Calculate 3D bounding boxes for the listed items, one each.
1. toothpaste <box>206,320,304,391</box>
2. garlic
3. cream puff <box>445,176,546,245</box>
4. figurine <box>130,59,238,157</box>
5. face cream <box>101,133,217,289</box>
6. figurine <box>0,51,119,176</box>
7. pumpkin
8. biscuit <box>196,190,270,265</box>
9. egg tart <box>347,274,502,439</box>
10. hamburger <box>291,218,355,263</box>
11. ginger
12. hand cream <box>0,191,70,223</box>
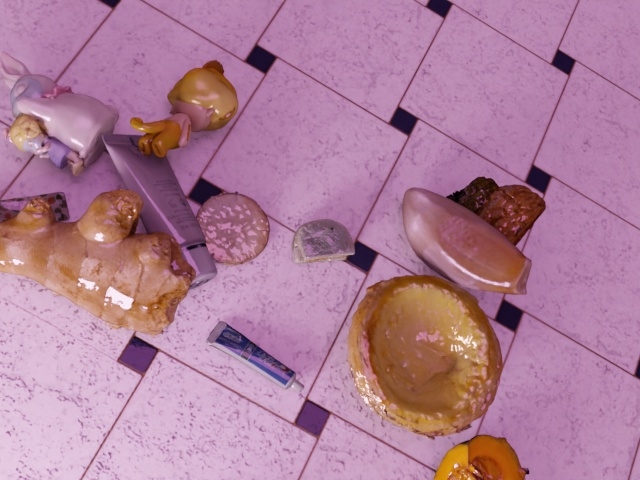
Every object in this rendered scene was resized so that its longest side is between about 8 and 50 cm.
[{"bbox_3d":[-0.114,0.217,1.344,0.197,0.035,0.057,34,50,-1],"label":"toothpaste"},{"bbox_3d":[0.264,0.012,1.430,0.318,0.143,0.112,33,29,27],"label":"garlic"},{"bbox_3d":[0.339,-0.056,1.503,0.169,0.183,0.183,42,65,14],"label":"cream puff"},{"bbox_3d":[-0.246,-0.245,1.402,0.156,0.131,0.246,10,44,28],"label":"figurine"},{"bbox_3d":[-0.285,-0.061,1.353,0.143,0.089,0.314,-11,73,-58],"label":"face cream"},{"bbox_3d":[-0.505,-0.229,1.339,0.235,0.127,0.155,27,76,0],"label":"figurine"},{"bbox_3d":[0.285,0.498,1.337,0.163,0.111,0.278,20,65,-26],"label":"pumpkin"},{"bbox_3d":[-0.168,-0.024,1.415,0.152,0.020,0.152,5,71,-14],"label":"biscuit"},{"bbox_3d":[0.185,0.213,1.385,0.315,0.120,0.315,6,69,-14],"label":"egg tart"},{"bbox_3d":[0.000,-0.002,1.441,0.121,0.054,0.084,-8,76,-11],"label":"hamburger"},{"bbox_3d":[-0.398,0.023,1.233,0.375,0.236,0.166,19,38,-16],"label":"ginger"},{"bbox_3d":[-0.536,-0.052,1.317,0.165,0.037,0.057,-10,75,-25],"label":"hand cream"}]
